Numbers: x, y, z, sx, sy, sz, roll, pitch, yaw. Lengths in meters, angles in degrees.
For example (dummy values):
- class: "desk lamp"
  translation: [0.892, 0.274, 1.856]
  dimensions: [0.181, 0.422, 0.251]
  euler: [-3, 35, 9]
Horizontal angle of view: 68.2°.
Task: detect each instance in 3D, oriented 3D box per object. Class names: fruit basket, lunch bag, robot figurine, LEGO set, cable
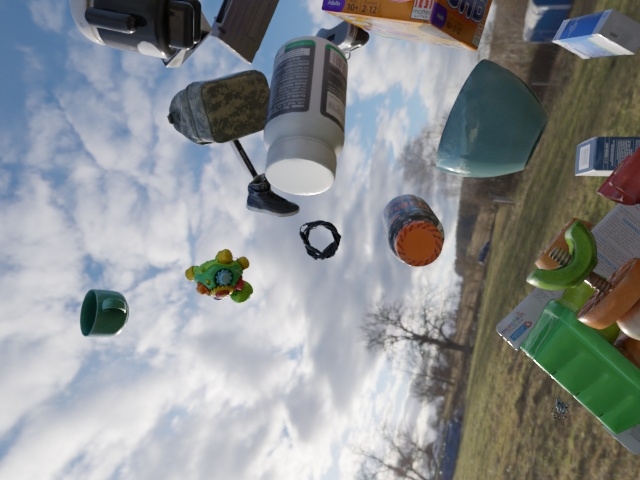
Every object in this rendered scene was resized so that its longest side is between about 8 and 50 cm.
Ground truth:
- class: "fruit basket"
  translation: [0.555, 0.142, 0.846]
  dimensions: [0.353, 0.327, 0.165]
  euler: [-48, -6, 1]
- class: "lunch bag"
  translation: [-0.346, -0.463, 1.647]
  dimensions: [0.305, 0.256, 0.213]
  euler: [-32, -57, -38]
- class: "robot figurine"
  translation: [-0.415, -0.517, 1.069]
  dimensions: [0.209, 0.277, 0.174]
  euler: [125, 157, -87]
- class: "LEGO set"
  translation: [0.623, 0.442, 1.239]
  dimensions: [0.054, 0.023, 0.083]
  euler: [-96, 15, -55]
- class: "cable"
  translation: [0.000, 0.000, 1.739]
  dimensions: [0.047, 0.184, 0.151]
  euler: [-16, -83, -50]

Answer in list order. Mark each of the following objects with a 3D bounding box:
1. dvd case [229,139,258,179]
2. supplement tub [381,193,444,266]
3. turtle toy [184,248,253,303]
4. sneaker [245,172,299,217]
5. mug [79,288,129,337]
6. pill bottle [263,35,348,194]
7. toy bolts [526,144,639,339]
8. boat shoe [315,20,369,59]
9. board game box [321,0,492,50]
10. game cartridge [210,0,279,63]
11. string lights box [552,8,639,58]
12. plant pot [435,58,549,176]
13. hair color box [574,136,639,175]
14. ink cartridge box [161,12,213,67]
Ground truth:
- class: "dvd case"
  translation: [-0.343, -0.373, 2.019]
  dimensions: [0.029, 0.179, 0.239]
  euler: [-32, -56, -8]
- class: "supplement tub"
  translation: [0.344, -0.039, 1.776]
  dimensions: [0.338, 0.206, 0.207]
  euler: [-87, -2, -70]
- class: "turtle toy"
  translation: [-0.166, 0.071, 0.825]
  dimensions: [0.130, 0.095, 0.066]
  euler: [33, -145, -56]
- class: "sneaker"
  translation: [-0.190, -0.186, 1.933]
  dimensions: [0.086, 0.226, 0.164]
  euler: [-88, 6, -50]
- class: "mug"
  translation: [-0.578, 0.203, 1.288]
  dimensions: [0.097, 0.157, 0.130]
  euler: [13, -87, -43]
- class: "pill bottle"
  translation: [-0.037, -0.314, 1.200]
  dimensions: [0.204, 0.204, 0.361]
  euler: [60, -149, -61]
- class: "toy bolts"
  translation: [0.416, 0.010, 0.629]
  dimensions: [0.229, 0.158, 0.218]
  euler: [-55, -19, 14]
- class: "boat shoe"
  translation: [0.067, -0.707, 1.688]
  dimensions: [0.104, 0.306, 0.113]
  euler: [8, -89, -29]
- class: "board game box"
  translation: [0.278, -0.782, 1.347]
  dimensions: [0.356, 0.356, 0.357]
  euler: [-12, -59, -53]
- class: "game cartridge"
  translation: [-0.260, -0.862, 1.738]
  dimensions: [0.355, 0.068, 0.230]
  euler: [-66, -21, 4]
- class: "string lights box"
  translation: [0.845, -0.625, 1.448]
  dimensions: [0.260, 0.133, 0.077]
  euler: [-98, 32, -71]
- class: "plant pot"
  translation: [0.442, -0.275, 1.179]
  dimensions: [0.290, 0.195, 0.290]
  euler: [-48, -25, -32]
- class: "hair color box"
  translation: [0.980, -0.249, 1.421]
  dimensions: [0.174, 0.346, 0.105]
  euler: [-16, -71, -78]
- class: "ink cartridge box"
  translation: [-0.437, -0.656, 1.270]
  dimensions: [0.333, 0.165, 0.065]
  euler: [60, -146, -1]
